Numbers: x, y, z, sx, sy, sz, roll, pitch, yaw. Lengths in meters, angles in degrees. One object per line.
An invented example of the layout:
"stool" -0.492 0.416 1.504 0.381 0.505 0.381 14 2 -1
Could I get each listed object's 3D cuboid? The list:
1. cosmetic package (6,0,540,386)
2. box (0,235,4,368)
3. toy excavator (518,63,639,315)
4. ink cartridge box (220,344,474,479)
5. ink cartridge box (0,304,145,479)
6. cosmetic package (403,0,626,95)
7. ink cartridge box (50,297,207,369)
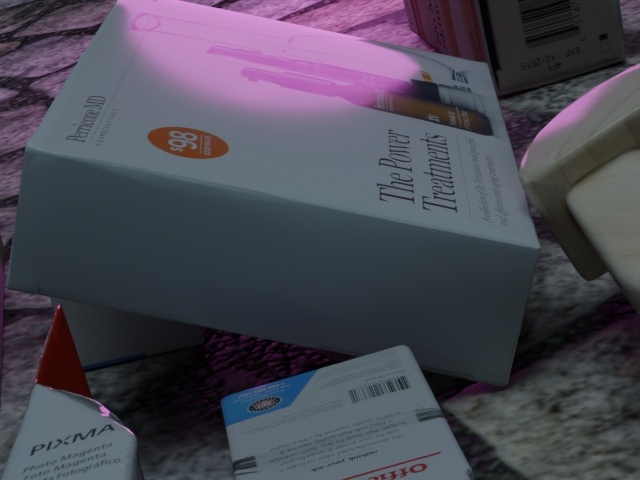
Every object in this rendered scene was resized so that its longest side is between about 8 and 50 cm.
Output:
"cosmetic package" -0.022 -0.053 1.006 0.284 0.097 0.377 9 22 -3
"box" -0.285 -0.038 1.108 0.058 0.232 0.322 -16 20 -4
"toy excavator" 0.262 0.000 0.656 0.445 0.222 0.433 -20 28 31
"ink cartridge box" 0.016 0.122 0.731 0.104 0.060 0.180 -15 21 -2
"ink cartridge box" -0.059 0.142 0.553 0.066 0.189 0.232 -12 20 8
"cosmetic package" 0.164 -0.250 1.449 0.129 0.153 0.296 -16 20 -5
"ink cartridge box" -0.129 0.012 1.069 0.092 0.090 0.143 -13 21 5
